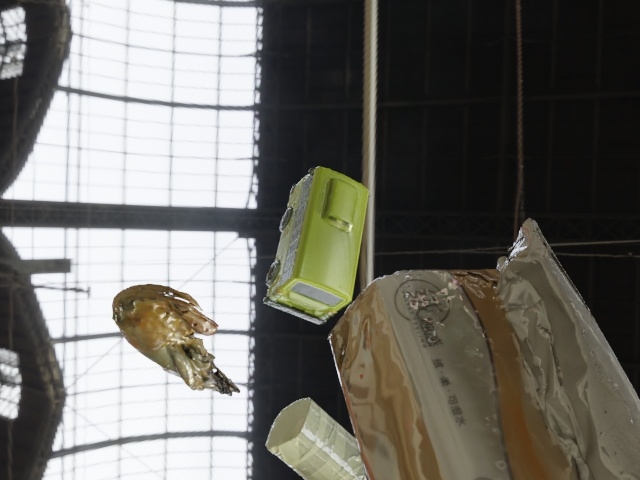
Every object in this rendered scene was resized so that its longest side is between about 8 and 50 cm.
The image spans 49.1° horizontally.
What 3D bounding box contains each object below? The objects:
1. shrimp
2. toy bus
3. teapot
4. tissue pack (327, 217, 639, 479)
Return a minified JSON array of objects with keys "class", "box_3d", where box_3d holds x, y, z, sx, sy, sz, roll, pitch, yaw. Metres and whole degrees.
[{"class":"shrimp","box_3d":[-0.151,0.143,0.848,0.117,0.262,0.066,-4,-127,33]},{"class":"toy bus","box_3d":[0.000,0.000,1.267,0.150,0.128,0.262,-41,-149,52]},{"class":"teapot","box_3d":[0.022,0.309,0.921,0.077,0.107,0.200,-34,-68,32]},{"class":"tissue pack","box_3d":[0.165,0.156,0.576,0.238,0.239,0.305,-42,-133,31]}]
